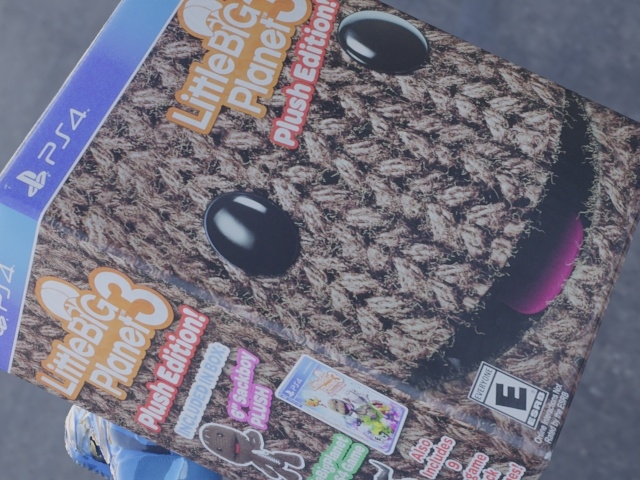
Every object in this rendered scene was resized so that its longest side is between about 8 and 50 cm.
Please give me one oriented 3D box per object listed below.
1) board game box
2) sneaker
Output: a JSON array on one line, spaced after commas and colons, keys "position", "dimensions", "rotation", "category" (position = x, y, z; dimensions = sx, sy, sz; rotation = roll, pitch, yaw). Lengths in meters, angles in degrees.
[{"position": [0.000, 0.000, 0.972], "dimensions": [0.141, 0.291, 0.232], "rotation": [112, -177, -51], "category": "board game box"}, {"position": [-0.107, 0.111, 1.131], "dimensions": [0.209, 0.069, 0.082], "rotation": [-154, 67, -68], "category": "sneaker"}]
